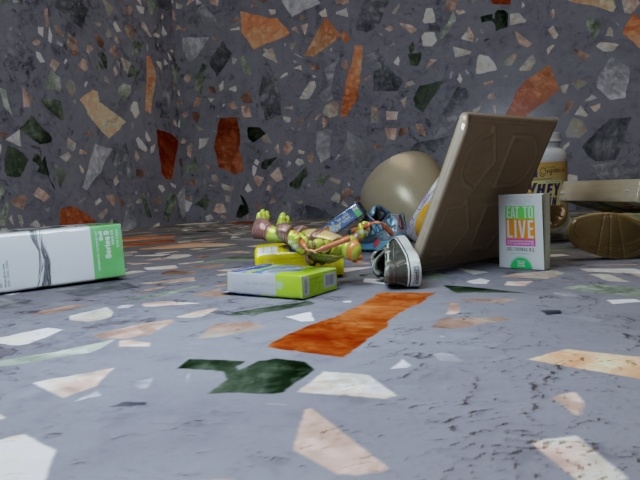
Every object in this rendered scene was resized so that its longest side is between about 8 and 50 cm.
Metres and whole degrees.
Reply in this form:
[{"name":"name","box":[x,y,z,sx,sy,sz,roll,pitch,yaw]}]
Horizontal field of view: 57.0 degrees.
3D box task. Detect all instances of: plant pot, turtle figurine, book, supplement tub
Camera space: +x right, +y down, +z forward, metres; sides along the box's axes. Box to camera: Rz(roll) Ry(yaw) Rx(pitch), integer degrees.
[{"name":"plant pot","box":[0.293,-0.110,1.853,0.284,0.284,0.191,-5,42,-25]},{"name":"turtle figurine","box":[0.000,0.000,1.066,0.217,0.087,0.269,15,17,33]},{"name":"book","box":[0.393,-0.018,1.140,0.035,0.144,0.096,-7,6,-43]},{"name":"supplement tub","box":[0.679,-0.184,1.910,0.228,0.317,0.228,-3,5,0]}]

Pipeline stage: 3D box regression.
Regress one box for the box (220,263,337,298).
[{"name":"box","box":[-0.073,0.068,1.010,0.178,0.043,0.109,1,6,33]}]

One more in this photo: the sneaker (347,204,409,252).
[{"name":"sneaker","box":[0.157,-0.034,1.582,0.104,0.125,0.261,-5,5,-28]}]

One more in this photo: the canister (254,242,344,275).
[{"name":"canister","box":[-0.044,0.037,1.184,0.169,0.074,0.126,-4,6,-3]}]

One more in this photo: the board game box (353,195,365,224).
[{"name":"board game box","box":[0.295,-0.120,2.202,0.232,0.141,0.291,-17,9,-21]}]

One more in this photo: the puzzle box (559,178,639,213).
[{"name":"puzzle box","box":[0.812,-0.068,1.378,0.408,0.052,0.272,13,2,-12]}]

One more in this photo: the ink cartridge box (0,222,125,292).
[{"name":"ink cartridge box","box":[-0.597,0.032,1.266,0.289,0.122,0.211,-7,6,-36]}]

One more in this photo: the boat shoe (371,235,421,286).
[{"name":"boat shoe","box":[0.128,0.035,1.068,0.070,0.078,0.219,-2,6,-1]}]

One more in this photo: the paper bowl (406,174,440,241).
[{"name":"paper bowl","box":[0.345,-0.088,1.419,0.148,0.284,0.284,36,16,13]}]

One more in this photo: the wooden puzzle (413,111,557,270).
[{"name":"wooden puzzle","box":[0.310,-0.101,1.177,0.347,0.322,0.080,-10,35,-42]}]

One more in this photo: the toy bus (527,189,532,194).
[{"name":"toy bus","box":[0.461,-0.091,1.591,0.149,0.212,0.220,-6,4,-21]}]

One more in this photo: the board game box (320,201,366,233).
[{"name":"board game box","box":[0.027,-0.029,1.546,0.201,0.035,0.136,-35,0,9]}]

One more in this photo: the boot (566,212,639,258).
[{"name":"boot","box":[0.646,-0.019,1.287,0.261,0.095,0.203,-1,5,3]}]

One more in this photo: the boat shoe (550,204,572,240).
[{"name":"boat shoe","box":[0.593,-0.044,1.698,0.098,0.109,0.302,39,-17,-26]}]
